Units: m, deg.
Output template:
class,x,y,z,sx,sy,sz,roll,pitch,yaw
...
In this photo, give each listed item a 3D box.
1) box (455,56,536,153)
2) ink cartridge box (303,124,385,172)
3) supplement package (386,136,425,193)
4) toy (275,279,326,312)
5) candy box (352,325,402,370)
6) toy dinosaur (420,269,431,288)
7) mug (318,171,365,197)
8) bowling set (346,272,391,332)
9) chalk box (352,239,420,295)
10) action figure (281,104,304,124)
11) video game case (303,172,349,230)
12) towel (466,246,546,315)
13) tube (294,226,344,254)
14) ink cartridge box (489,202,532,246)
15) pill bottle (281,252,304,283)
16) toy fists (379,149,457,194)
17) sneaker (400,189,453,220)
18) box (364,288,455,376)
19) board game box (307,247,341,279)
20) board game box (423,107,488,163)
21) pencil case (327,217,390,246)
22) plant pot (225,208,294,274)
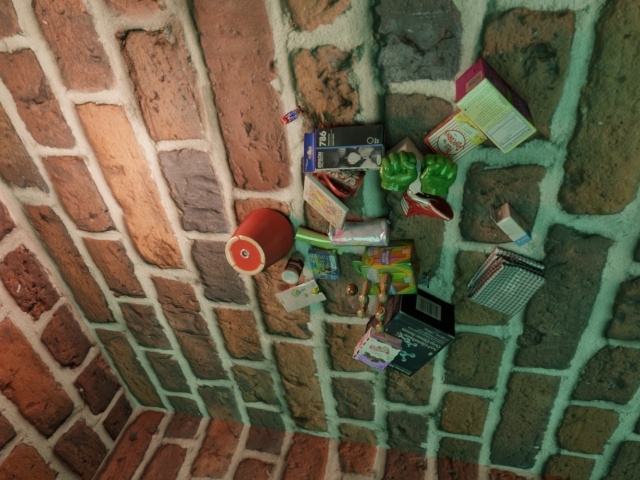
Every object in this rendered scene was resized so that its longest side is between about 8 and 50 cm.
class,x,y,z,sx,sy,sz,roll,pitch,yaw
box,0.567,-0.445,1.450,0.243,0.213,0.117,39,128,-15
ink cartridge box,0.081,-0.351,1.711,0.333,0.065,0.165,-1,89,17
supplement package,0.349,-0.289,1.707,0.179,0.105,0.105,43,125,-18
toy,-0.100,0.282,2.320,0.237,0.056,0.136,-20,115,23
candy box,0.270,0.518,2.112,0.165,0.070,0.196,25,131,-2
toy dinosaur,0.504,0.191,2.083,0.090,0.047,0.082,-33,131,23
mug,0.082,-0.255,1.792,0.169,0.150,0.113,27,109,1
bowling set,0.202,0.275,1.931,0.200,0.154,0.287,6,127,13
chalk box,0.287,0.126,2.003,0.289,0.179,0.180,-7,124,21
action figure,-0.114,-0.487,1.738,0.115,0.030,0.038,-24,112,36
video game case,0.018,-0.155,1.846,0.227,0.026,0.206,43,162,11
towel,0.811,0.191,1.940,0.235,0.121,0.283,22,130,-2
tube,0.000,0.000,2.070,0.240,0.070,0.062,18,85,-6
ink cartridge box,0.753,-0.075,1.756,0.181,0.104,0.062,40,127,-16
pill bottle,-0.127,0.132,2.146,0.086,0.152,0.086,8,129,10
toy fists,0.355,-0.247,1.607,0.279,0.096,0.142,6,121,4
sneaker,0.433,-0.129,1.837,0.221,0.087,0.128,36,138,3
box,0.428,0.446,2.193,0.294,0.212,0.395,26,130,-5
board game box,0.022,0.116,2.141,0.136,0.035,0.201,4,140,13
board game box,0.502,-0.385,1.626,0.147,0.045,0.193,40,127,-16
pencil case,0.173,-0.034,1.955,0.273,0.124,0.113,0,166,18
plant pot,-0.288,0.018,2.012,0.275,0.243,0.274,8,116,17
